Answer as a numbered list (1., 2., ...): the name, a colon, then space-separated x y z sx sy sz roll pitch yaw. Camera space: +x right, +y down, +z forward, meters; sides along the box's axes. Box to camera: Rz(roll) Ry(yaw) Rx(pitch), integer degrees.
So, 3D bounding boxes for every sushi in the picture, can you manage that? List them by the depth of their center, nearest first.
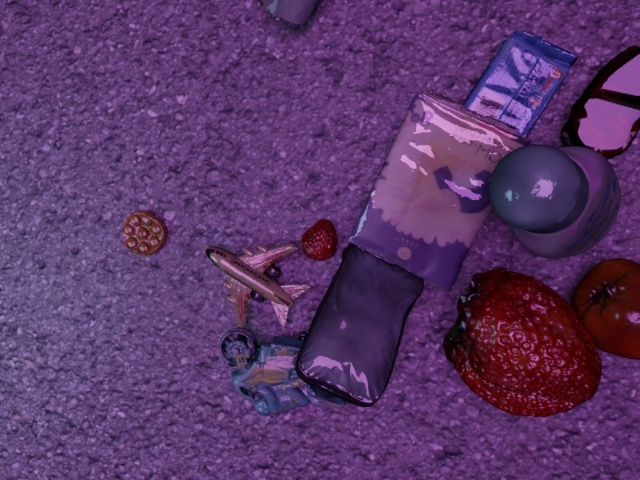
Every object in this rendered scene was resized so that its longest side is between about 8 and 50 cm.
1. sushi: 0.586 -0.269 1.123 0.136 0.126 0.225 32 101 6

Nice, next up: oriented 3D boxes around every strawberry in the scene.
1. strawberry: 0.398 0.200 1.093 0.288 0.250 0.238 24 56 29
2. strawberry: 0.000 0.000 1.236 0.083 0.083 0.096 11 82 8

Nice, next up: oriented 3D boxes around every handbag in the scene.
1. handbag: 0.088 0.166 1.177 0.192 0.075 0.332 23 71 4

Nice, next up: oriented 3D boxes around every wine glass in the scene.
1. wine glass: -0.026 -0.615 1.154 0.143 0.143 0.321 30 118 7

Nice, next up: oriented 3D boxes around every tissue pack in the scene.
1. tissue pack: 0.233 -0.104 1.133 0.242 0.125 0.343 27 112 7

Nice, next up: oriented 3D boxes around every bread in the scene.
1. bread: -0.417 -0.017 1.325 0.110 0.024 0.110 0 91 10

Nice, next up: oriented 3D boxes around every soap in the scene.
1. soap: 0.384 -0.284 1.173 0.156 0.077 0.293 34 96 6

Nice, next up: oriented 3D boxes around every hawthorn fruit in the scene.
1. hawthorn fruit: 0.619 0.150 1.103 0.226 0.196 0.196 32 96 -16

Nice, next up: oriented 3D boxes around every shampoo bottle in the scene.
1. shampoo bottle: 0.426 -0.076 1.023 0.151 0.350 0.221 38 108 34

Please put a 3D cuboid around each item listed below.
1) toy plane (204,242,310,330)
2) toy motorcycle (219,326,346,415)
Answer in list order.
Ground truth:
1. toy plane: -0.152 0.082 1.252 0.244 0.092 0.229 34 97 7
2. toy motorcycle: -0.082 0.302 1.235 0.297 0.109 0.198 8 104 2
